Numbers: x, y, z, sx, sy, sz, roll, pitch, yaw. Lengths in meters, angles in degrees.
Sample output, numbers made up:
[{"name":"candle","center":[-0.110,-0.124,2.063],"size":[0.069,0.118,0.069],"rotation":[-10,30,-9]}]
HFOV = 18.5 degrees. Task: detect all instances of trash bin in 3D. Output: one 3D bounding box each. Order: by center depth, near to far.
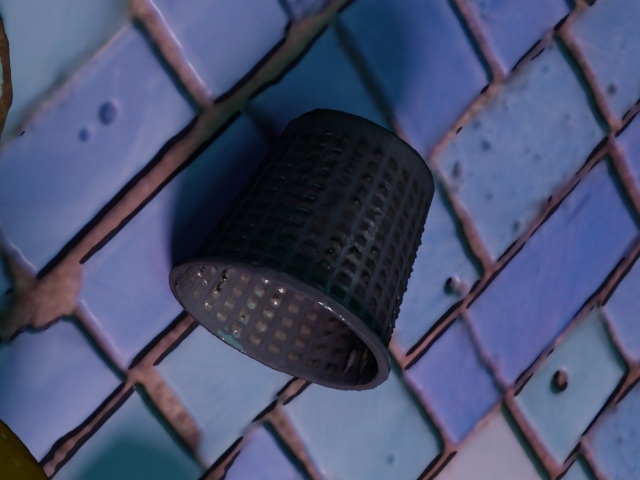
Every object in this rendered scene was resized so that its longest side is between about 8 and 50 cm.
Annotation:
[{"name":"trash bin","center":[0.000,0.000,1.423],"size":[0.175,0.175,0.161],"rotation":[46,60,-36]}]

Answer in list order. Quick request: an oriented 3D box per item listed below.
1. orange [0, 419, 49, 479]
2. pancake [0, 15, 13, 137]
[{"name":"orange","center":[-0.290,0.239,1.150],"size":[0.341,0.293,0.340],"rotation":[-12,110,-37]},{"name":"pancake","center":[-0.282,-0.099,1.252],"size":[0.199,0.021,0.199],"rotation":[-9,106,-35]}]
